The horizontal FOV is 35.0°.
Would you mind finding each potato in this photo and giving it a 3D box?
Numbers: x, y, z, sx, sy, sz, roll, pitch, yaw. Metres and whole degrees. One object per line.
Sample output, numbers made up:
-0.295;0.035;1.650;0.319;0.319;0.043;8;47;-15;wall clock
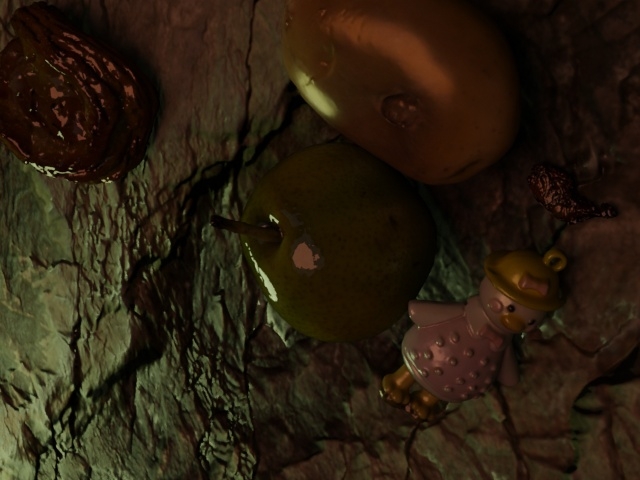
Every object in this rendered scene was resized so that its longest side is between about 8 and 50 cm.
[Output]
0.071;-0.152;0.860;0.234;0.146;0.150;38;163;12;potato

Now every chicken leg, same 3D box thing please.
0.206;-0.035;0.846;0.083;0.021;0.036;42;112;25;chicken leg

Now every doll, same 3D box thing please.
0.137;0.078;0.880;0.129;0.081;0.207;34;117;-16;doll

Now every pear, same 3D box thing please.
0.000;0.000;0.895;0.166;0.216;0.180;-32;66;36;pear

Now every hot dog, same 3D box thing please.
-0.312;-0.177;1.186;0.259;0.114;0.175;35;118;29;hot dog
